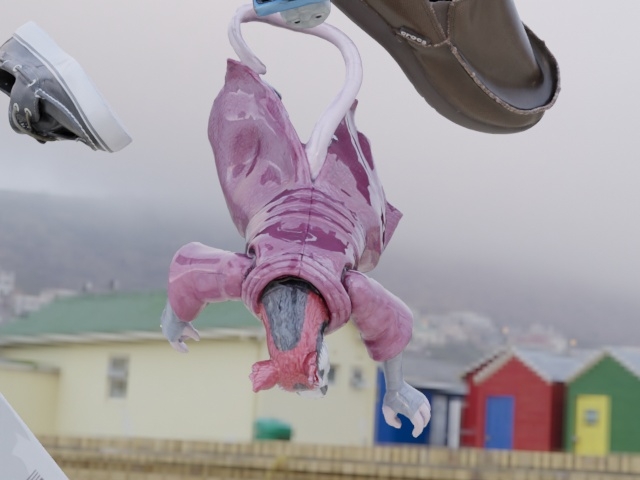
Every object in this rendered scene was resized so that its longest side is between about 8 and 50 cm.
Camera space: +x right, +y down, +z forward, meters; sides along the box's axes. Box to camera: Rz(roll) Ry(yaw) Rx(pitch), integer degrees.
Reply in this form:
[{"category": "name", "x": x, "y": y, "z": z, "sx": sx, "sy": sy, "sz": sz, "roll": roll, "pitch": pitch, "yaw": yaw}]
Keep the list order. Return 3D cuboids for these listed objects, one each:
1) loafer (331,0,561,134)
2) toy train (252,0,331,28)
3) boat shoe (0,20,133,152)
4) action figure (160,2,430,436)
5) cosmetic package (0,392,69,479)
[{"category": "loafer", "x": 0.131, "y": -0.224, "z": 1.414, "sx": 0.130, "sy": 0.133, "sz": 0.366, "roll": -18, "pitch": -37, "yaw": 41}, {"category": "toy train", "x": -0.024, "y": -0.235, "z": 1.043, "sx": 0.080, "sy": 0.184, "sz": 0.105, "roll": -14, "pitch": -30, "yaw": 10}, {"category": "boat shoe", "x": -0.230, "y": -0.118, "z": 1.219, "sx": 0.228, "sy": 0.076, "sz": 0.080, "roll": 44, "pitch": -9, "yaw": 48}, {"category": "action figure", "x": 0.000, "y": 0.000, "z": 1.258, "sx": 0.248, "sy": 0.275, "sz": 0.370, "roll": 11, "pitch": 30, "yaw": -6}, {"category": "cosmetic package", "x": -0.394, "y": 0.380, "z": 1.246, "sx": 0.394, "sy": 0.329, "sz": 0.327, "roll": -26, "pitch": 17, "yaw": 37}]
